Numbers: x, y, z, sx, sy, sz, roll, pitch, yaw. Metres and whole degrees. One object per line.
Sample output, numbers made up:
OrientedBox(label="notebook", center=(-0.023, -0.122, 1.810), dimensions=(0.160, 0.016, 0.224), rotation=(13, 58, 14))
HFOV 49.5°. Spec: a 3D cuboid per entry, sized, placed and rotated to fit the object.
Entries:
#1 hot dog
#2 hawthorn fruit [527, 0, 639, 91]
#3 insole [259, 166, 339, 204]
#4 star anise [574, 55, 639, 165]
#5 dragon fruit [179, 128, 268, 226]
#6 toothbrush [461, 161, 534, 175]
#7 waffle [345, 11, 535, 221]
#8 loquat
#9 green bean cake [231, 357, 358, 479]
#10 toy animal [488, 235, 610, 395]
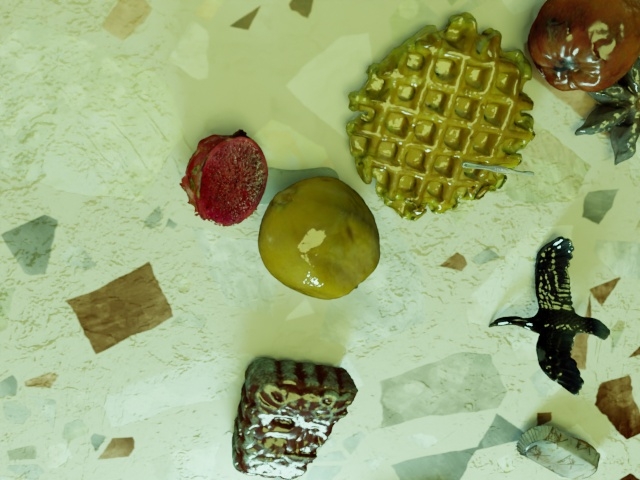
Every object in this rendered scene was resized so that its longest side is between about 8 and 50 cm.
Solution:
OrientedBox(label="hot dog", center=(0.495, 0.438, 1.436), dimensions=(0.191, 0.059, 0.108), rotation=(30, 120, -22))
OrientedBox(label="hawthorn fruit", center=(0.403, -0.314, 1.040), dimensions=(0.173, 0.173, 0.179), rotation=(39, 104, -21))
OrientedBox(label="insole", center=(-0.066, -0.094, 1.156), dimensions=(0.197, 0.004, 0.065), rotation=(-6, 114, -5))
OrientedBox(label="star anise", center=(0.505, -0.222, 1.147), dimensions=(0.172, 0.063, 0.208), rotation=(-8, 114, -3))
OrientedBox(label="dragon fruit", center=(-0.169, -0.108, 1.091), dimensions=(0.153, 0.111, 0.153), rotation=(-30, 129, -44))
OrientedBox(label="toothbrush", center=(0.286, -0.115, 1.118), dimensions=(0.131, 0.013, 0.011), rotation=(6, 100, -18))
OrientedBox(label="waffle", center=(0.202, -0.187, 1.118), dimensions=(0.325, 0.068, 0.302), rotation=(-31, 114, 7))
OrientedBox(label="loquat", center=(0.000, 0.000, 1.113), dimensions=(0.187, 0.176, 0.234), rotation=(-40, 131, 10))
OrientedBox(label="green bean cake", center=(-0.060, 0.338, 1.294), dimensions=(0.198, 0.097, 0.233), rotation=(12, 111, -13))
OrientedBox(label="toy animal", center=(0.417, 0.165, 1.274), dimensions=(0.160, 0.272, 0.197), rotation=(27, 146, -35))
